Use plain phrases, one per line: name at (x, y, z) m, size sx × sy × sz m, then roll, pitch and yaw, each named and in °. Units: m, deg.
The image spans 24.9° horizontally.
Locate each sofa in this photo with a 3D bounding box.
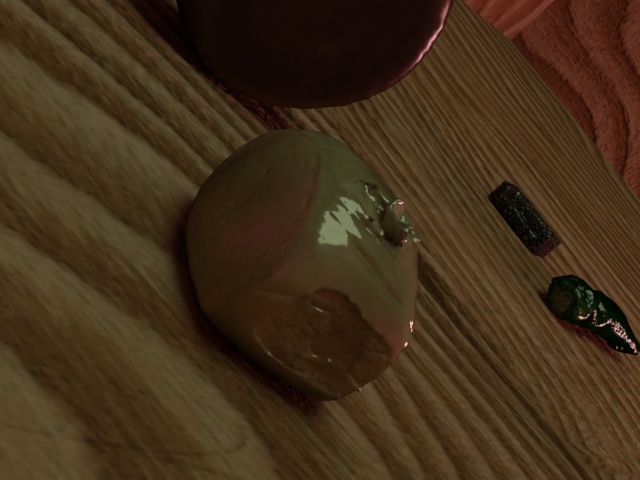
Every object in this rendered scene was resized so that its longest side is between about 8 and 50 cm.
sofa at (0.308, -0.033, 2.183) m, size 0.118 × 0.039 × 0.060 m, roll 55°, pitch 18°, yaw 24°

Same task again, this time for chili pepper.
chili pepper at (0.388, 0.102, 2.036) m, size 0.224 × 0.061 × 0.098 m, roll 26°, pitch 20°, yaw -49°

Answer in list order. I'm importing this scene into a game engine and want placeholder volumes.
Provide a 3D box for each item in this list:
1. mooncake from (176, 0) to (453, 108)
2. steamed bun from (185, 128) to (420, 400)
mooncake at (-0.012, -0.282, 1.501) m, size 0.284 × 0.284 × 0.155 m, roll 37°, pitch 21°, yaw -34°
steamed bun at (0.000, 0.000, 1.102) m, size 0.170 × 0.152 × 0.238 m, roll 42°, pitch 20°, yaw -23°
